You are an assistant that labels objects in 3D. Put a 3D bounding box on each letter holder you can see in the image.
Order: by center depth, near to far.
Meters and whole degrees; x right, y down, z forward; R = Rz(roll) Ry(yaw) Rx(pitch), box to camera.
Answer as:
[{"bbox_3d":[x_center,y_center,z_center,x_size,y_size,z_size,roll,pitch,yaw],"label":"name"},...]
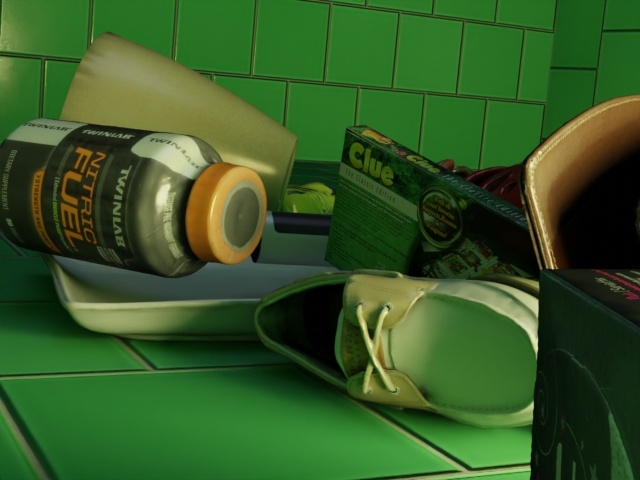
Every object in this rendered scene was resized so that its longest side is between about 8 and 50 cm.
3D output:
[{"bbox_3d":[0.289,-0.013,0.777,0.152,0.214,0.302,-14,7,37],"label":"letter holder"}]

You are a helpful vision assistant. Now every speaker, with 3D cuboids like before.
[{"bbox_3d":[0.000,0.000,1.074,0.136,0.055,0.055,4,8,-15],"label":"speaker"}]

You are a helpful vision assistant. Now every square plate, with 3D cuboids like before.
[{"bbox_3d":[-0.099,0.046,1.058,0.347,0.049,0.344,2,8,-20],"label":"square plate"}]

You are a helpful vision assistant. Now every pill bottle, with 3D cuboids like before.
[{"bbox_3d":[-0.172,-0.038,0.966,0.246,0.130,0.130,9,9,29],"label":"pill bottle"}]

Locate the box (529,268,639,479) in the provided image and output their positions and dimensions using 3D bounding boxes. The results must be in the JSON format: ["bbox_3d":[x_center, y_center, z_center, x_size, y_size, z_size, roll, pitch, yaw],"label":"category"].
[{"bbox_3d":[0.171,0.106,0.389,0.142,0.163,0.247,1,8,-2],"label":"box"}]

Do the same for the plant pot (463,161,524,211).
[{"bbox_3d":[0.202,0.013,0.977,0.191,0.191,0.174,1,6,-26],"label":"plant pot"}]

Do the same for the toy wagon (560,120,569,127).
[{"bbox_3d":[0.339,-0.005,1.120,0.267,0.068,0.344,33,-12,7],"label":"toy wagon"}]

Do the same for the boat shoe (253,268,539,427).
[{"bbox_3d":[0.058,0.077,0.764,0.103,0.113,0.302,-4,2,-32],"label":"boat shoe"}]

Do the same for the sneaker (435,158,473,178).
[{"bbox_3d":[0.165,-0.066,1.600,0.162,0.106,0.281,-31,7,18],"label":"sneaker"}]

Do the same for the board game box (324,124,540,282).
[{"bbox_3d":[0.100,0.011,0.881,0.030,0.136,0.260,-13,34,-36],"label":"board game box"}]

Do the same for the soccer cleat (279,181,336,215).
[{"bbox_3d":[-0.006,-0.047,1.561,0.121,0.093,0.289,-12,4,6],"label":"soccer cleat"}]

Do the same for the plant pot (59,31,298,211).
[{"bbox_3d":[-0.176,-0.113,1.381,0.274,0.256,0.256,15,8,1],"label":"plant pot"}]
